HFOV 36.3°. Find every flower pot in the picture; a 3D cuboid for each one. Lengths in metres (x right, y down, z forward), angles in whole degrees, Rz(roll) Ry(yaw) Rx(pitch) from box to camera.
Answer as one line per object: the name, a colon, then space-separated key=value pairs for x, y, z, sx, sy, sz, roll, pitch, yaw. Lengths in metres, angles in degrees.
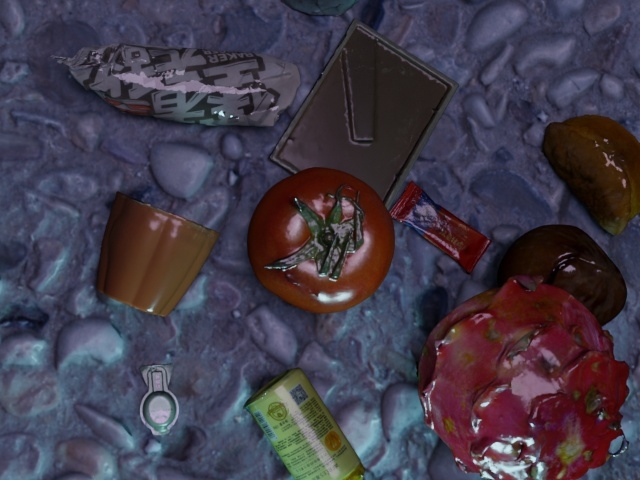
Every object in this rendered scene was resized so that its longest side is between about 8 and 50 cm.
flower pot: x=-0.286 y=0.030 z=1.657 sx=0.190 sy=0.190 sz=0.173 roll=20 pitch=88 yaw=-9

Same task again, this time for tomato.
tomato: x=0.000 y=0.000 z=1.696 sx=0.255 sy=0.224 sz=0.256 roll=1 pitch=84 yaw=-12

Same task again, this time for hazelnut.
hazelnut: x=0.447 y=0.064 z=1.793 sx=0.233 sy=0.218 sz=0.218 roll=20 pitch=76 yaw=-27

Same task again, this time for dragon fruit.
dragon fruit: x=0.354 y=0.270 z=1.659 sx=0.370 sy=0.249 sz=0.386 roll=-6 pitch=118 yaw=-4

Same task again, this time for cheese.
cheese: x=-0.279 y=0.275 z=1.685 sx=0.067 sy=0.026 sz=0.121 roll=-3 pitch=81 yaw=-14

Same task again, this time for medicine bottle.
medicine bottle: x=-0.021 y=0.345 z=1.688 sx=0.124 sy=0.124 sz=0.239 roll=-34 pitch=90 yaw=-16

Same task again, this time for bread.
bread: x=0.556 y=-0.145 z=1.898 sx=0.129 sy=0.134 sz=0.260 roll=-36 pitch=90 yaw=-17

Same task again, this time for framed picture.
framed picture: x=0.086 y=-0.227 z=1.860 sx=0.247 sy=0.022 sz=0.335 roll=31 pitch=75 yaw=-6

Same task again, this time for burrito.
burrito: x=-0.256 y=-0.281 z=1.749 sx=0.445 sy=0.101 sz=0.139 roll=3 pitch=85 yaw=-15

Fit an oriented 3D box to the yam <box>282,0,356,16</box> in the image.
yam: x=0.048 y=-0.595 z=1.772 sx=0.241 sy=0.348 sz=0.241 roll=7 pitch=68 yaw=-18

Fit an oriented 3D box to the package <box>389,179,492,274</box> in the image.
package: x=0.229 y=-0.024 z=1.859 sx=0.200 sy=0.022 sz=0.083 roll=36 pitch=75 yaw=-7
